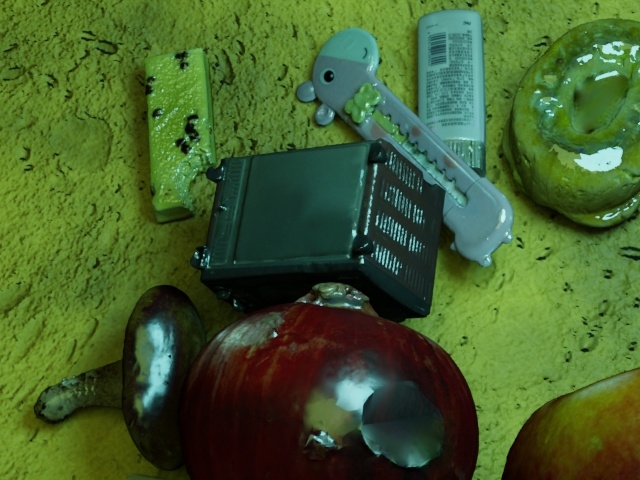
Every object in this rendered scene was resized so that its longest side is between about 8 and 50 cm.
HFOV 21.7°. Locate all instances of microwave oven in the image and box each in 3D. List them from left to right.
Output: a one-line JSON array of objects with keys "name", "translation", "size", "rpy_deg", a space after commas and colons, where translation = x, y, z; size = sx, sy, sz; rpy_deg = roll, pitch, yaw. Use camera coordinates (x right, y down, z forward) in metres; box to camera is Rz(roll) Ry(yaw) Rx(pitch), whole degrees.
[{"name": "microwave oven", "translation": [0.001, 0.000, 1.978], "size": [0.247, 0.178, 0.188], "rpy_deg": [-4, 63, 33]}]

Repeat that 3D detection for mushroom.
[{"name": "mushroom", "translation": [-0.251, 0.167, 2.025], "size": [0.217, 0.148, 0.227], "rpy_deg": [-6, 61, 23]}]

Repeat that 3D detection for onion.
[{"name": "onion", "translation": [0.010, 0.216, 1.836], "size": [0.341, 0.341, 0.341], "rpy_deg": [-3, 68, 7]}]

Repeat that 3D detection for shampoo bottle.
[{"name": "shampoo bottle", "translation": [0.167, -0.184, 2.132], "size": [0.086, 0.056, 0.228], "rpy_deg": [-6, 67, 14]}]

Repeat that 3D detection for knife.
[{"name": "knife", "translation": [0.108, -0.121, 2.079], "size": [0.132, 0.038, 0.399], "rpy_deg": [-50, 58, 12]}]

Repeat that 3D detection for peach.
[{"name": "peach", "translation": [0.405, 0.287, 1.753], "size": [0.310, 0.335, 0.406], "rpy_deg": [-44, 66, 0]}]

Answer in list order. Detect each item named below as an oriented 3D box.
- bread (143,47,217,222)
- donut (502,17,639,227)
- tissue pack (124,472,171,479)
[{"name": "bread", "translation": [-0.181, -0.138, 2.167], "size": [0.088, 0.049, 0.226], "rpy_deg": [-8, 68, 4]}, {"name": "donut", "translation": [0.339, -0.153, 2.058], "size": [0.208, 0.128, 0.261], "rpy_deg": [25, 72, 17]}, {"name": "tissue pack", "translation": [-0.195, 0.361, 1.838], "size": [0.170, 0.325, 0.071], "rpy_deg": [10, 107, 13]}]
